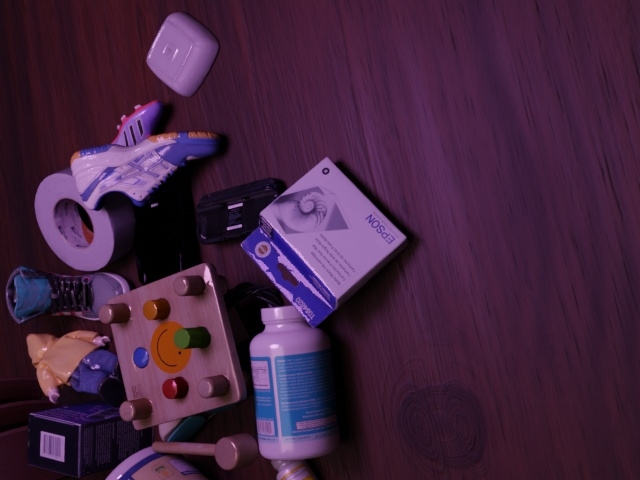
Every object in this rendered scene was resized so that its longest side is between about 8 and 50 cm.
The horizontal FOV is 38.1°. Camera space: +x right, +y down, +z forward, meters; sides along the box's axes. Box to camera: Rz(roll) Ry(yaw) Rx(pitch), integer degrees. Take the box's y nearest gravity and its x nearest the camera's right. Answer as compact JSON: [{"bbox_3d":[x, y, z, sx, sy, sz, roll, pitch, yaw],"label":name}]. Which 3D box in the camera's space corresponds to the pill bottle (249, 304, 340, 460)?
[{"bbox_3d":[-0.048,0.247,1.645,0.146,0.146,0.264,-7,87,33],"label":"pill bottle"}]

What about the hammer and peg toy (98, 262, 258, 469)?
[{"bbox_3d":[-0.258,0.247,1.665,0.266,0.127,0.361,-19,79,28],"label":"hammer and peg toy"}]

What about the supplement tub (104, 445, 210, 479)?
[{"bbox_3d":[-0.256,0.559,1.728,0.316,0.228,0.228,32,107,32],"label":"supplement tub"}]

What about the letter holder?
[{"bbox_3d":[-0.669,0.408,1.957,0.152,0.302,0.214,3,92,33],"label":"letter holder"}]

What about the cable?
[{"bbox_3d":[-0.138,0.167,1.730,0.150,0.047,0.184,41,90,7],"label":"cable"}]

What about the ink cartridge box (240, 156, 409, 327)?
[{"bbox_3d":[0.000,0.000,1.613,0.224,0.045,0.223,-42,67,-3],"label":"ink cartridge box"}]

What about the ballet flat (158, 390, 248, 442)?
[{"bbox_3d":[-0.236,0.314,1.814,0.248,0.086,0.086,-39,71,28],"label":"ballet flat"}]

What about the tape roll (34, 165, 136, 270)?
[{"bbox_3d":[-0.490,-0.047,1.927,0.219,0.072,0.219,15,120,28],"label":"tape roll"}]

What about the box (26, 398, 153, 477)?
[{"bbox_3d":[-0.464,0.396,1.881,0.153,0.207,0.108,3,93,32],"label":"box"}]

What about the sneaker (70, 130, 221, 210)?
[{"bbox_3d":[-0.331,-0.136,1.809,0.296,0.112,0.131,-12,91,4],"label":"sneaker"}]

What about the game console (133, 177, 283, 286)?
[{"bbox_3d":[-0.223,-0.026,1.800,0.361,0.044,0.213,-12,75,31],"label":"game console"}]

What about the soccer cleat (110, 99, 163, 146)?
[{"bbox_3d":[-0.389,-0.189,1.904,0.248,0.083,0.095,-41,85,27],"label":"soccer cleat"}]

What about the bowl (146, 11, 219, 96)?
[{"bbox_3d":[-0.283,-0.372,1.841,0.142,0.053,0.142,43,113,23],"label":"bowl"}]

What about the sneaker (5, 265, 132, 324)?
[{"bbox_3d":[-0.555,0.113,1.950,0.295,0.178,0.123,-2,90,33],"label":"sneaker"}]

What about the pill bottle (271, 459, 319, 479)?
[{"bbox_3d":[-0.040,0.441,1.692,0.065,0.065,0.116,-46,67,25],"label":"pill bottle"}]

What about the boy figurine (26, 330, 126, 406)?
[{"bbox_3d":[-0.527,0.267,1.962,0.285,0.092,0.177,11,53,33],"label":"boy figurine"}]

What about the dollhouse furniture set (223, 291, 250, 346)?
[{"bbox_3d":[-0.232,0.177,1.834,0.151,0.123,0.144,-27,74,-6],"label":"dollhouse furniture set"}]
